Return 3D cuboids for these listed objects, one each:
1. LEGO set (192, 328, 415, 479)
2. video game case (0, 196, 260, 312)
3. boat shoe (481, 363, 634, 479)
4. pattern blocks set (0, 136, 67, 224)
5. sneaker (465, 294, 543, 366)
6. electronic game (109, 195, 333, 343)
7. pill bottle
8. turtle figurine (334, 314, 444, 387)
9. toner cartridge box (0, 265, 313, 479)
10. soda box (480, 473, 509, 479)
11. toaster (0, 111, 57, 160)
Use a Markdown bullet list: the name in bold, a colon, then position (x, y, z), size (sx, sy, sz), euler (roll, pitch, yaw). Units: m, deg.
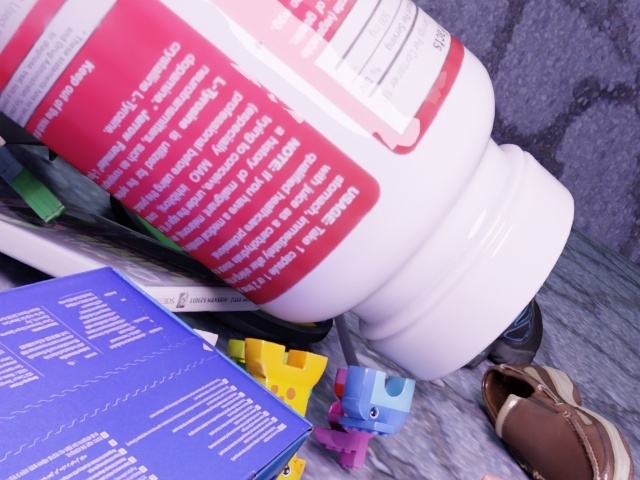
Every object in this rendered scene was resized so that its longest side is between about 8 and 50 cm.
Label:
- **LEGO set**: position (-0.021, 0.122, 0.813), size (0.227, 0.093, 0.087), euler (19, -11, -37)
- **video game case**: position (-0.157, 0.008, 0.867), size (0.190, 0.022, 0.173), euler (23, 7, 24)
- **boat shoe**: position (0.209, 0.187, 1.151), size (0.095, 0.095, 0.257), euler (18, 10, -11)
- **pattern blocks set**: position (-0.291, -0.136, 0.805), size (0.325, 0.026, 0.285), euler (50, -9, -23)
- **sneaker**: position (0.218, 0.070, 1.446), size (0.125, 0.139, 0.341), euler (37, 12, 18)
- **electronic game**: position (-0.086, 0.015, 1.080), size (0.229, 0.048, 0.229), euler (33, 13, -9)
- **pill bottle**: position (-0.036, -0.093, 0.820), size (0.408, 0.229, 0.229), euler (39, 12, -12)
- **turtle figurine**: position (0.000, 0.000, 1.052), size (0.266, 0.274, 0.198), euler (27, 31, 20)
- **toner cartridge box**: position (-0.132, 0.105, 0.580), size (0.165, 0.075, 0.348), euler (38, 14, 10)
- **soda box**: position (0.180, 0.234, 0.942), size (0.183, 0.058, 0.063), euler (22, 18, -43)
- **toaster**: position (-0.216, -0.152, 0.995), size (0.110, 0.185, 0.168), euler (-3, 9, -43)
